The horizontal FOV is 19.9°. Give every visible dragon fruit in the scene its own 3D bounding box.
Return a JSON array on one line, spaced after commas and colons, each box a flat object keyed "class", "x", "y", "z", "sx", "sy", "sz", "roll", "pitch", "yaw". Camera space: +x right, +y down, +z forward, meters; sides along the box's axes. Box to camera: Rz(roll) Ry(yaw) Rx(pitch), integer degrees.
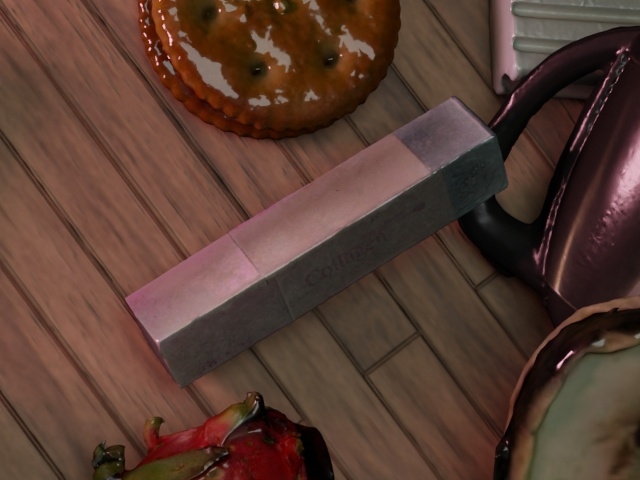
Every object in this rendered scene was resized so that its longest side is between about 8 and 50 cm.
[{"class": "dragon fruit", "x": -0.083, "y": 0.198, "z": 1.382, "sx": 0.172, "sy": 0.160, "sz": 0.167, "roll": -9, "pitch": 101, "yaw": -15}]

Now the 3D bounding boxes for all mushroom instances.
[{"class": "mushroom", "x": 0.253, "y": 0.192, "z": 1.429, "sx": 0.247, "sy": 0.130, "sz": 0.344, "roll": -6, "pitch": 110, "yaw": 5}]

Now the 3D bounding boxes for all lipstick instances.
[{"class": "lipstick", "x": 0.000, "y": 0.000, "z": 1.457, "sx": 0.317, "sy": 0.066, "sz": 0.068, "roll": -32, "pitch": 48, "yaw": -10}]

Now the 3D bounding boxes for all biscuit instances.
[{"class": "biscuit", "x": -0.041, "y": -0.191, "z": 1.524, "sx": 0.220, "sy": 0.066, "sz": 0.221, "roll": 4, "pitch": 77, "yaw": -16}]

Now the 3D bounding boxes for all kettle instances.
[{"class": "kettle", "x": 0.267, "y": -0.025, "z": 1.483, "sx": 0.250, "sy": 0.207, "sz": 0.271, "roll": 26, "pitch": 104, "yaw": -19}]

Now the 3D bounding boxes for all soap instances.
[{"class": "soap", "x": 0.251, "y": -0.185, "z": 1.591, "sx": 0.198, "sy": 0.066, "sz": 0.119, "roll": 2, "pitch": 76, "yaw": -13}]
